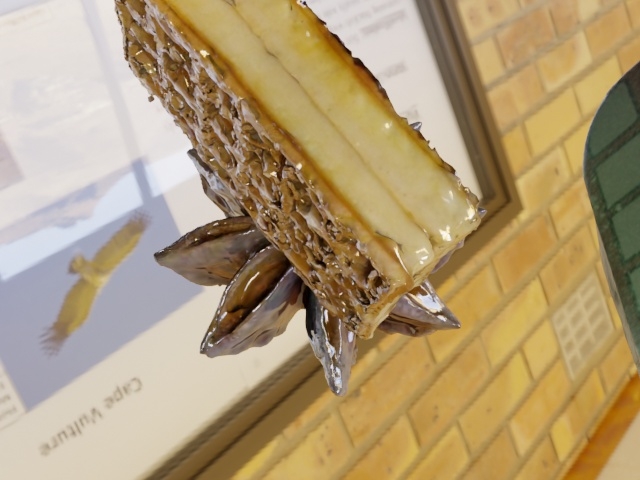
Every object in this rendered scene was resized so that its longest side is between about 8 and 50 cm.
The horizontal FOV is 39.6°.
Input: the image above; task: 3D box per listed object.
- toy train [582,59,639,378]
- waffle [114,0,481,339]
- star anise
[{"bbox_3d":[0.237,0.012,0.452,0.159,0.129,0.326,-43,-146,36],"label":"toy train"},{"bbox_3d":[-0.028,-0.079,0.644,0.091,0.308,0.213,-39,172,-14],"label":"waffle"},{"bbox_3d":[0.001,0.002,0.882,0.332,0.331,0.117,-23,155,-3],"label":"star anise"}]
